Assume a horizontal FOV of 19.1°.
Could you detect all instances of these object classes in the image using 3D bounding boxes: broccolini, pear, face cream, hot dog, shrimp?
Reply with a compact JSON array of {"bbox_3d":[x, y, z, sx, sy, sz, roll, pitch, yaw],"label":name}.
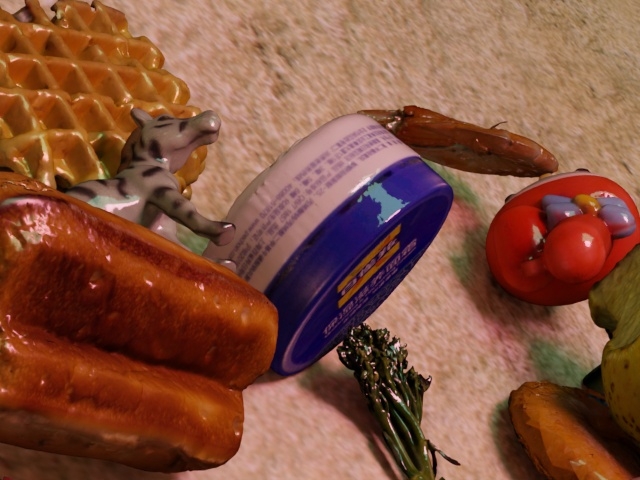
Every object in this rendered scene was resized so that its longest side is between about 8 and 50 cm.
[{"bbox_3d":[0.061,0.159,1.493,0.123,0.062,0.271,39,24,-27],"label":"broccolini"},{"bbox_3d":[0.355,0.133,1.690,0.238,0.164,0.255,44,23,-15],"label":"pear"},{"bbox_3d":[0.000,0.000,1.518,0.111,0.206,0.206,41,26,13],"label":"face cream"},{"bbox_3d":[-0.153,0.058,1.223,0.117,0.158,0.349,15,-5,31],"label":"hot dog"},{"bbox_3d":[0.138,-0.106,1.946,0.217,0.051,0.115,15,-16,11],"label":"shrimp"}]

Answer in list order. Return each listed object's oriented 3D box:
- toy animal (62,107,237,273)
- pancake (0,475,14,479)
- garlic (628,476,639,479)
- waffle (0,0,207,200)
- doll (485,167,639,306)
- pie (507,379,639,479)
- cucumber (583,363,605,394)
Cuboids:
[{"bbox_3d":[-0.134,-0.011,1.417,0.170,0.090,0.255,15,31,28],"label":"toy animal"},{"bbox_3d":[-0.280,0.194,1.000,0.382,0.071,0.382,29,28,-17],"label":"pancake"},{"bbox_3d":[0.276,0.284,1.496,0.160,0.214,0.191,34,66,25],"label":"garlic"},{"bbox_3d":[-0.213,-0.128,1.603,0.283,0.065,0.309,33,26,-14],"label":"waffle"},{"bbox_3d":[0.242,-0.002,1.890,0.290,0.161,0.130,-32,104,-73],"label":"doll"},{"bbox_3d":[0.278,0.218,1.696,0.273,0.069,0.273,37,22,-18],"label":"pie"},{"bbox_3d":[0.338,0.135,1.864,0.116,0.115,0.062,45,25,-9],"label":"cucumber"}]
